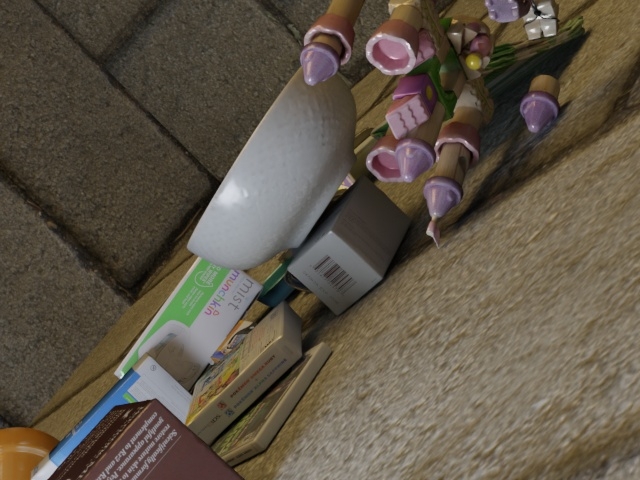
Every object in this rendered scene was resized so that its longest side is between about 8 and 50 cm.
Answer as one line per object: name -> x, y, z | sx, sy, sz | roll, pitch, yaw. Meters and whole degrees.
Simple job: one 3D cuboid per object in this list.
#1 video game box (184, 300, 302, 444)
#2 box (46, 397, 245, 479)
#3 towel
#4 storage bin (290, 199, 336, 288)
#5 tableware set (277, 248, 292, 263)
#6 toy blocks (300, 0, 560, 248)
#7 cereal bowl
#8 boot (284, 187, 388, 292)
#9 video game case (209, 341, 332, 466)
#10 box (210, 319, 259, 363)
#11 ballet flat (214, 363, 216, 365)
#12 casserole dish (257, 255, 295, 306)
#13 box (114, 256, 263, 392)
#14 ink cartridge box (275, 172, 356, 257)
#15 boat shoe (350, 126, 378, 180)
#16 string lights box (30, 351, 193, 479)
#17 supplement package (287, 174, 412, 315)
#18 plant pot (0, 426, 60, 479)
video game box -> -0.105, 0.183, 1.741 | 0.187, 0.048, 0.205 | -41, 9, 7
box -> -0.210, 0.301, 1.436 | 0.168, 0.167, 0.203 | -49, 10, -23
towel -> 0.249, -0.249, 1.929 | 0.325, 0.038, 0.248 | -26, -7, -43
storage bin -> 0.000, 0.000, 1.952 | 0.098, 0.091, 0.135 | 9, 40, 26
tableware set -> -0.032, -0.019, 2.182 | 0.141, 0.020, 0.168 | -56, 4, -4
toy blocks -> 0.151, -0.182, 1.615 | 0.309, 0.288, 0.260 | -5, 43, 30
cereal bowl -> -0.048, -0.091, 1.815 | 0.339, 0.141, 0.339 | -56, 2, 2
boot -> 0.013, 0.003, 2.116 | 0.208, 0.076, 0.189 | -56, 10, -20
video game case -> -0.080, 0.228, 1.641 | 0.173, 0.022, 0.190 | -35, 13, 47
box -> -0.105, 0.166, 1.908 | 0.081, 0.028, 0.136 | -51, 27, -22
ballet flat -> -0.130, 0.187, 1.999 | 0.114, 0.041, 0.041 | -39, 11, 29
casserole dish -> -0.063, 0.069, 2.202 | 0.114, 0.037, 0.188 | -45, 7, 4
box -> -0.222, 0.155, 2.114 | 0.262, 0.126, 0.231 | -54, 2, -6
ink cartridge box -> -0.043, -0.086, 2.341 | 0.208, 0.045, 0.206 | -36, 54, 0
boat shoe -> 0.014, -0.118, 2.428 | 0.305, 0.091, 0.109 | -49, -31, -17
string lights box -> -0.313, 0.315, 1.932 | 0.260, 0.133, 0.077 | -46, 10, -9
supplement package -> 0.045, 0.005, 1.811 | 0.105, 0.105, 0.179 | -43, 8, 34
plant pot -> -0.516, 0.452, 2.096 | 0.205, 0.205, 0.188 | -43, 24, 9
